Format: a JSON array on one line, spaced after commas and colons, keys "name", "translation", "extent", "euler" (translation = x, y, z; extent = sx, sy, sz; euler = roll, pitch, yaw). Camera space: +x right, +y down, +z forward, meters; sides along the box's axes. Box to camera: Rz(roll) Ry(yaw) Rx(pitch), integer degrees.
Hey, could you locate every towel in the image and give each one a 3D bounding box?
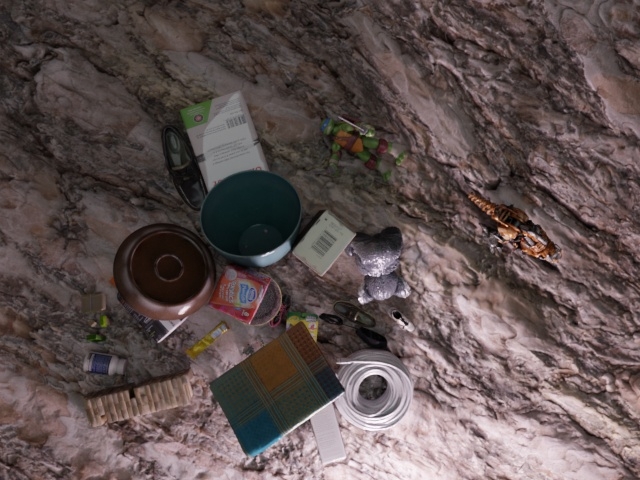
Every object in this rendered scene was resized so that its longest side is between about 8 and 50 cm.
[{"name": "towel", "translation": [-0.138, 0.460, 1.789], "extent": [0.370, 0.040, 0.271], "euler": [-36, 69, 6]}]

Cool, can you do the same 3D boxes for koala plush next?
[{"name": "koala plush", "translation": [0.183, 0.090, 1.803], "extent": [0.196, 0.203, 0.221], "euler": [-8, 104, -3]}]

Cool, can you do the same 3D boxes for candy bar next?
[{"name": "candy bar", "translation": [-0.361, 0.319, 1.851], "extent": [0.161, 0.018, 0.040], "euler": [-41, 98, -2]}]

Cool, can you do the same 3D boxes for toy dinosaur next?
[{"name": "toy dinosaur", "translation": [0.605, -0.051, 1.797], "extent": [0.164, 0.218, 0.322], "euler": [-33, 94, -1]}]

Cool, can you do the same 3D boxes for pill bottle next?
[{"name": "pill bottle", "translation": [-0.534, 0.184, 1.778], "extent": [0.130, 0.130, 0.246], "euler": [-41, 94, -1]}, {"name": "pill bottle", "translation": [-0.674, 0.388, 1.809], "extent": [0.120, 0.067, 0.067], "euler": [10, 92, -4]}]

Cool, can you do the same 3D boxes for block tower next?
[{"name": "block tower", "translation": [-0.566, 0.494, 1.809], "extent": [0.335, 0.091, 0.097], "euler": [-15, 94, -2]}]

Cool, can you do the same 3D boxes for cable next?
[{"name": "cable", "translation": [0.167, 0.477, 1.856], "extent": [0.257, 0.089, 0.257], "euler": [-8, 94, -4]}]

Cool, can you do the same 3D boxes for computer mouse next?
[{"name": "computer mouse", "translation": [0.103, 0.295, 1.856], "extent": [0.242, 0.071, 0.041], "euler": [24, 105, -2]}]

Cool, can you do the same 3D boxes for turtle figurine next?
[{"name": "turtle figurine", "translation": [0.113, -0.262, 1.759], "extent": [0.266, 0.275, 0.198], "euler": [21, 106, -13]}]

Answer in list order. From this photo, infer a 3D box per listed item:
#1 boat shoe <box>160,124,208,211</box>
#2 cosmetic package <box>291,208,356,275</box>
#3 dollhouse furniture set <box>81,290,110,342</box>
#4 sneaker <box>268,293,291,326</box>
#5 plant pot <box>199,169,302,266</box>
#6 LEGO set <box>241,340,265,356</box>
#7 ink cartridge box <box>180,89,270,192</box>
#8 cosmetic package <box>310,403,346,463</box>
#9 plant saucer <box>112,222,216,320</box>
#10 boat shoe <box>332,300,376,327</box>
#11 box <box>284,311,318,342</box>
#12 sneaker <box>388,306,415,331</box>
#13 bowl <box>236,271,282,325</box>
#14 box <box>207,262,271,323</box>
[{"name": "boat shoe", "translation": [-0.427, -0.223, 1.788], "extent": [0.103, 0.092, 0.285], "euler": [-20, 93, -3]}, {"name": "cosmetic package", "translation": [0.000, 0.000, 1.716], "extent": [0.113, 0.309, 0.160], "euler": [39, 91, -4]}, {"name": "dollhouse furniture set", "translation": [-0.708, 0.242, 1.824], "extent": [0.076, 0.058, 0.152], "euler": [-10, 74, 4]}, {"name": "sneaker", "translation": [-0.128, 0.227, 1.843], "extent": [0.047, 0.057, 0.119], "euler": [26, 89, -2]}, {"name": "plant pot", "translation": [-0.191, -0.035, 1.702], "extent": [0.290, 0.195, 0.290], "euler": [-2, 61, 3]}, {"name": "LEGO set", "translation": [-0.217, 0.353, 1.858], "extent": [0.083, 0.023, 0.054], "euler": [-44, 94, -1]}, {"name": "ink cartridge box", "translation": [-0.289, -0.296, 1.783], "extent": [0.198, 0.115, 0.273], "euler": [-19, 93, -2]}, {"name": "cosmetic package", "translation": [0.012, 0.574, 1.835], "extent": [0.085, 0.117, 0.231], "euler": [-17, 92, -1]}, {"name": "plant saucer", "translation": [-0.463, 0.086, 1.747], "extent": [0.310, 0.050, 0.311], "euler": [9, 68, -24]}, {"name": "boat shoe", "translation": [0.113, 0.238, 1.861], "extent": [0.152, 0.049, 0.056], "euler": [22, 91, -4]}, {"name": "box", "translation": [-0.065, 0.320, 1.858], "extent": [0.105, 0.043, 0.179], "euler": [6, 94, -3]}, {"name": "sneaker", "translation": [0.265, 0.262, 1.876], "extent": [0.109, 0.044, 0.040], "euler": [39, 87, -6]}, {"name": "bowl", "translation": [-0.206, 0.180, 1.824], "extent": [0.170, 0.080, 0.170], "euler": [0, 92, -2]}, {"name": "box", "translation": [-0.226, 0.144, 1.652], "extent": [0.128, 0.257, 0.123], "euler": [24, 89, -3]}]
